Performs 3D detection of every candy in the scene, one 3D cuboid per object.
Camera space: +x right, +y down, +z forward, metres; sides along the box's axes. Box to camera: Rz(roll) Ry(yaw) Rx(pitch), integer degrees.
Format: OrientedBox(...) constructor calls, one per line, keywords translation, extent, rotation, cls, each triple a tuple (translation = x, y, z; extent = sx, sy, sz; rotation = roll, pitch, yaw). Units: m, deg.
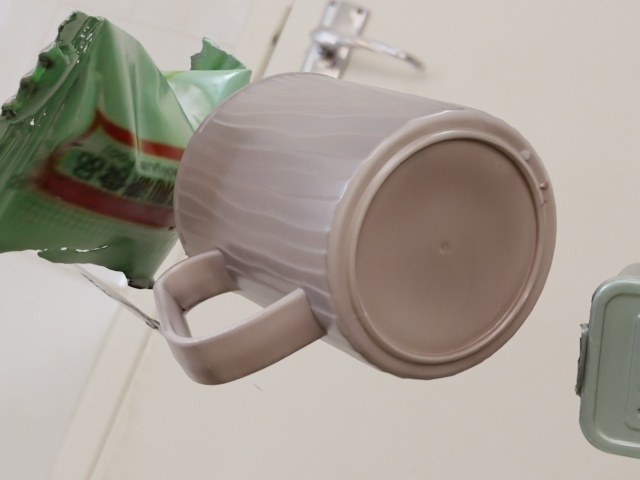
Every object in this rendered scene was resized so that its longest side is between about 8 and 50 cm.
OrientedBox(translation=(-0.211, -0.088, 0.997), extent=(0.172, 0.262, 0.398), rotation=(33, 11, 17), cls="candy")

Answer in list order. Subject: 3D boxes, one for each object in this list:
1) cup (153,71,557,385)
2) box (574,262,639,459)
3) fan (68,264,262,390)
OrientedBox(translation=(0.001, -0.018, 0.823), extent=(0.288, 0.208, 0.273), rotation=(-7, 16, -28), cls="cup")
OrientedBox(translation=(0.180, 0.054, 0.464), extent=(0.122, 0.084, 0.069), rotation=(7, 14, 18), cls="box")
OrientedBox(translation=(-0.163, 0.092, 1.066), extent=(0.310, 0.010, 0.182), rotation=(25, -15, 39), cls="fan")
